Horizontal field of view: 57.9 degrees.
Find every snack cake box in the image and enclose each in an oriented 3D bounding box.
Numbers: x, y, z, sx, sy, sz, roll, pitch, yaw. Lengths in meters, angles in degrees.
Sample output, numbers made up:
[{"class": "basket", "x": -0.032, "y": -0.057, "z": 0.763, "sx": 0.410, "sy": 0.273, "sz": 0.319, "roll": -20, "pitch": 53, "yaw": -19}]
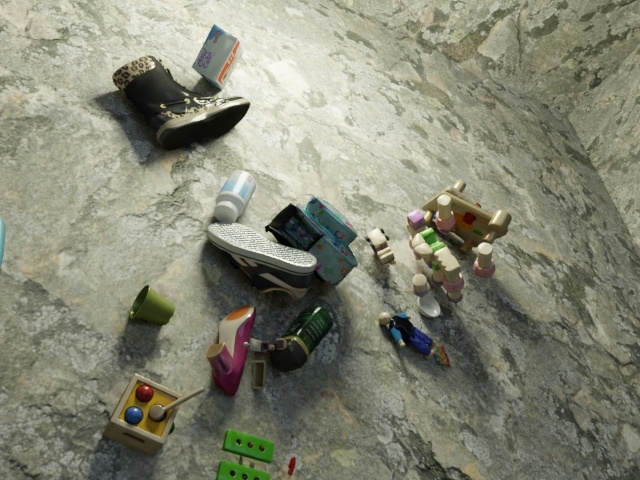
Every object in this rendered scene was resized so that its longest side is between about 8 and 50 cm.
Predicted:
[{"class": "snack cake box", "x": -0.329, "y": -0.587, "z": 1.876, "sx": 0.089, "sy": 0.152, "sz": 0.264, "roll": 30, "pitch": 5, "yaw": -8}]

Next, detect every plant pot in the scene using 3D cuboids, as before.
[{"class": "plant pot", "x": -0.377, "y": 0.154, "z": 1.316, "sx": 0.079, "sy": 0.083, "sz": 0.083, "roll": 31, "pitch": 40, "yaw": -27}]

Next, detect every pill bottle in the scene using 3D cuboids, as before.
[{"class": "pill bottle", "x": -0.246, "y": -0.122, "z": 1.648, "sx": 0.087, "sy": 0.087, "sz": 0.160, "roll": 30, "pitch": 41, "yaw": -10}]

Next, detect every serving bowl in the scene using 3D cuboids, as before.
[{"class": "serving bowl", "x": 0.334, "y": 0.209, "z": 1.812, "sx": 0.083, "sy": 0.027, "sz": 0.083, "roll": 20, "pitch": 45, "yaw": -21}]

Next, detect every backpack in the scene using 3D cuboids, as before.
[{"class": "backpack", "x": 0.000, "y": 0.000, "z": 1.623, "sx": 0.254, "sy": 0.191, "sz": 0.225, "roll": 50, "pitch": 6, "yaw": 3}]

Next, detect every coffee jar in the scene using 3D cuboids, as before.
[{"class": "coffee jar", "x": -0.049, "y": 0.245, "z": 1.445, "sx": 0.079, "sy": 0.096, "sz": 0.184, "roll": 55, "pitch": 39, "yaw": -10}]

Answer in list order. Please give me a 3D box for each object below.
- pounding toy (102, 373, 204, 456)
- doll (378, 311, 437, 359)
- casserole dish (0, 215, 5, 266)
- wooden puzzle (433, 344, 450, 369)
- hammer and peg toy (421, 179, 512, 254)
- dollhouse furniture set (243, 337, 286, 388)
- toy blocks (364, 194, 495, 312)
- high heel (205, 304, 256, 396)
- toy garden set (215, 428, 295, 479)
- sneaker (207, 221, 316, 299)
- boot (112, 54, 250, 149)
[{"class": "pounding toy", "x": -0.330, "y": 0.339, "z": 1.153, "sx": 0.141, "sy": 0.100, "sz": 0.130, "roll": 28, "pitch": 42, "yaw": -11}, {"class": "doll", "x": 0.250, "y": 0.269, "z": 1.683, "sx": 0.189, "sy": 0.046, "sz": 0.129, "roll": 36, "pitch": 40, "yaw": -4}, {"class": "casserole dish", "x": -0.732, "y": -0.004, "z": 1.226, "sx": 0.114, "sy": 0.037, "sz": 0.189, "roll": 8, "pitch": 48, "yaw": -31}, {"class": "wooden puzzle", "x": 0.359, "y": 0.347, "z": 1.721, "sx": 0.049, "sy": 0.006, "sz": 0.083, "roll": 11, "pitch": 47, "yaw": -28}, {"class": "hammer and peg toy", "x": 0.505, "y": -0.094, "z": 1.978, "sx": 0.265, "sy": 0.361, "sz": 0.127, "roll": 36, "pitch": 75, "yaw": -1}, {"class": "dollhouse furniture set", "x": -0.136, "y": 0.281, "z": 1.330, "sx": 0.081, "sy": 0.090, "sz": 0.115, "roll": 29, "pitch": 57, "yaw": -55}, {"class": "toy blocks", "x": 0.351, "y": 0.073, "z": 1.841, "sx": 0.308, "sy": 0.260, "sz": 0.289, "roll": -27, "pitch": 55, "yaw": -5}, {"class": "high heel", "x": -0.193, "y": 0.252, "z": 1.377, "sx": 0.244, "sy": 0.082, "sz": 0.117, "roll": -71, "pitch": 143, "yaw": -64}, {"class": "toy garden set", "x": -0.123, "y": 0.532, "z": 1.171, "sx": 0.203, "sy": 0.049, "sz": 0.244, "roll": 22, "pitch": 42, "yaw": -15}, {"class": "sneaker", "x": -0.168, "y": 0.058, "z": 1.527, "sx": 0.321, "sy": 0.128, "sz": 0.126, "roll": 23, "pitch": 30, "yaw": 21}, {"class": "boot", "x": -0.421, "y": -0.443, "z": 1.788, "sx": 0.284, "sy": 0.138, "sz": 0.377, "roll": 46, "pitch": 46, "yaw": 9}]
